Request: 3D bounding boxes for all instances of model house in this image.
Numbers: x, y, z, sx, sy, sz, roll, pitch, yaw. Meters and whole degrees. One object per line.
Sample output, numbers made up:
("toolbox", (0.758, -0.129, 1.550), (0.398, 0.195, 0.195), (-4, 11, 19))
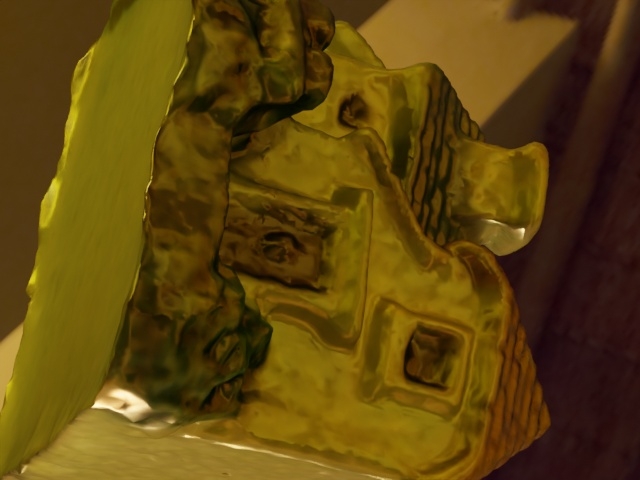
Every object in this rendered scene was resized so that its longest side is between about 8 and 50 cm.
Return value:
("model house", (0.000, 0.000, 0.652), (0.189, 0.214, 0.195), (18, -27, -19))
